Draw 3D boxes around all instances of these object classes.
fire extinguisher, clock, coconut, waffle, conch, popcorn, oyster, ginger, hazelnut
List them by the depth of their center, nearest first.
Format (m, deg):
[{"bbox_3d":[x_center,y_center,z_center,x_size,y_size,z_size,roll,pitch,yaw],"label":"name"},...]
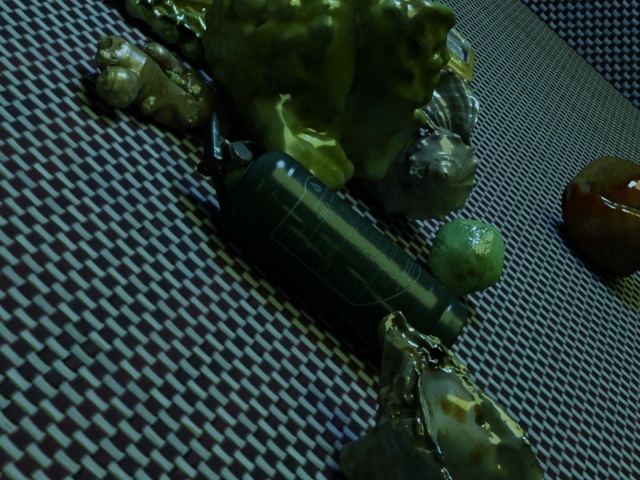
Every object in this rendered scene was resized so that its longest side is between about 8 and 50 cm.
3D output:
[{"bbox_3d":[0.108,0.215,1.107,0.166,0.110,0.341,0,49,-52],"label":"oyster"},{"bbox_3d":[0.000,0.000,1.331,0.311,0.095,0.114,39,36,-8],"label":"fire extinguisher"},{"bbox_3d":[-0.156,-0.156,1.416,0.176,0.052,0.193,34,22,-22],"label":"ginger"},{"bbox_3d":[0.008,-0.192,1.506,0.293,0.293,0.237,35,-8,-20],"label":"popcorn"},{"bbox_3d":[0.166,0.022,1.605,0.087,0.096,0.088,13,-5,1],"label":"coconut"},{"bbox_3d":[-0.164,-0.286,1.642,0.214,0.054,0.208,37,25,-20],"label":"waffle"},{"bbox_3d":[0.110,-0.124,1.677,0.163,0.178,0.245,43,1,-20],"label":"conch"},{"bbox_3d":[0.446,-0.037,2.112,0.182,0.182,0.182,36,22,-17],"label":"hazelnut"},{"bbox_3d":[0.164,-0.284,2.162,0.143,0.096,0.202,36,21,-8],"label":"clock"}]
